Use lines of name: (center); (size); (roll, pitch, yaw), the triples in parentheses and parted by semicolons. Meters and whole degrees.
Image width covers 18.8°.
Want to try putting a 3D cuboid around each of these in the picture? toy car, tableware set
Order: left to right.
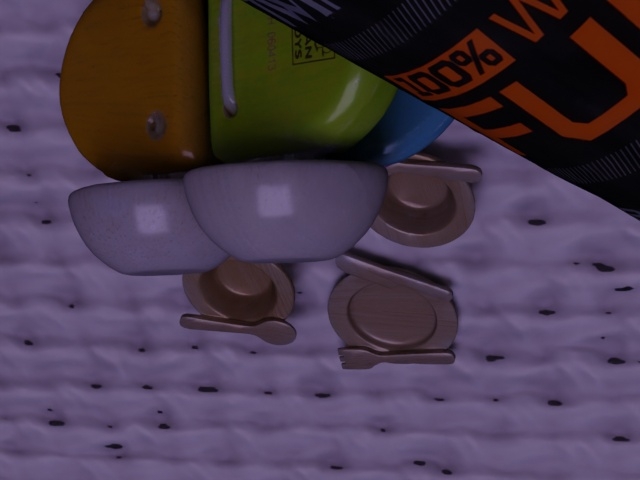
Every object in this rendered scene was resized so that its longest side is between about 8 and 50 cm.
toy car: (-0.016, -0.068, 0.764); (0.136, 0.159, 0.182); (3, 174, -41)
tableware set: (0.000, 0.000, 0.899); (0.141, 0.020, 0.168); (10, 133, 7)

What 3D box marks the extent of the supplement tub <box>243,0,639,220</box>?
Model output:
supplement tub: (0.089, -0.130, 0.609); (0.338, 0.207, 0.207); (27, 133, -18)
